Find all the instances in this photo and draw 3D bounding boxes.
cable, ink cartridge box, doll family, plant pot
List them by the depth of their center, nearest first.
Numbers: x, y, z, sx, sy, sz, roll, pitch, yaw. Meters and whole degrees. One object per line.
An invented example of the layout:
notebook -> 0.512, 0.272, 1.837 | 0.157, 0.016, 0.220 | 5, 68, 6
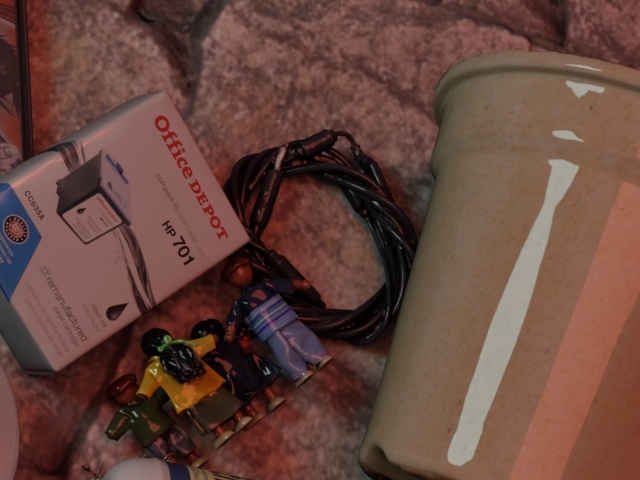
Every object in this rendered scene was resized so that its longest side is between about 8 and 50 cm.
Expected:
plant pot -> 0.185, 0.075, 1.193 | 0.334, 0.334, 0.305 | 26, 75, -6
ink cartridge box -> -0.171, -0.008, 1.199 | 0.191, 0.082, 0.139 | -35, 103, -25
doll family -> -0.081, 0.092, 1.213 | 0.193, 0.076, 0.111 | -34, 79, -36
cable -> 0.000, 0.000, 1.290 | 0.151, 0.047, 0.184 | -15, 74, -22

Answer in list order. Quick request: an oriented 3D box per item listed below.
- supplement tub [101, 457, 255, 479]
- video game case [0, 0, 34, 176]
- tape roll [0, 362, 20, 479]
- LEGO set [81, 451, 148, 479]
supplement tub -> -0.008, 0.288, 1.061 | 0.325, 0.235, 0.235 | 14, 65, -12
video game case -> -0.338, -0.170, 1.208 | 0.248, 0.035, 0.274 | 11, 63, -39
tape roll -> -0.324, 0.141, 1.100 | 0.219, 0.072, 0.219 | 8, 69, -21
LEGO set -> -0.157, 0.183, 1.176 | 0.054, 0.023, 0.083 | 46, 63, 4
